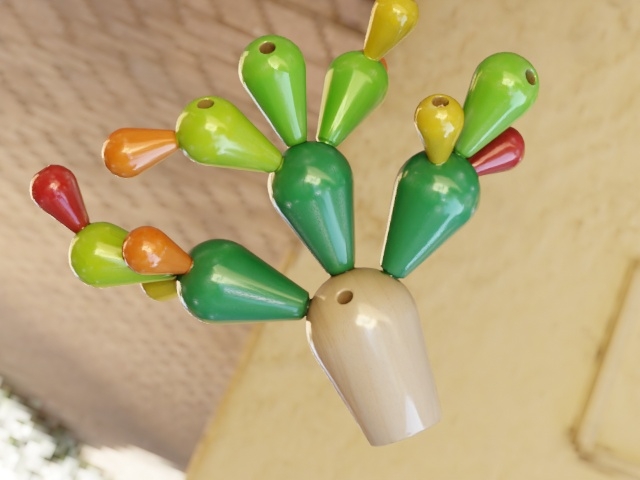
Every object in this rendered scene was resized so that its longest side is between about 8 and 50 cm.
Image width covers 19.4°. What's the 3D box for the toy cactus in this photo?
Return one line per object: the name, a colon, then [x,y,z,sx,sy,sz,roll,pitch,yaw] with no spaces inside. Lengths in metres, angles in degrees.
toy cactus: [0.000,0.000,0.810,0.219,0.180,0.112,-22,-178,-3]
